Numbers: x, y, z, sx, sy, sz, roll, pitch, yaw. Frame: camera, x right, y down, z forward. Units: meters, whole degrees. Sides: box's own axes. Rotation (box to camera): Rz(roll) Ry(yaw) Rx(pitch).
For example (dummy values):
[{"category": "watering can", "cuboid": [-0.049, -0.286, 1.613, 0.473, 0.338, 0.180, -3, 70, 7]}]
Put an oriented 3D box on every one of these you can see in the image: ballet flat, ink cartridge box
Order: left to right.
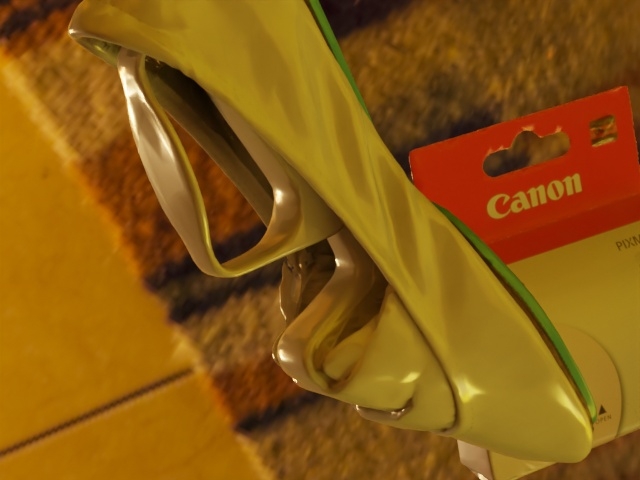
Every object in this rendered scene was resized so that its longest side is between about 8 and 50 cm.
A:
[{"category": "ballet flat", "cuboid": [0.000, 0.000, 1.012, 0.139, 0.139, 0.400, -26, 113, 23]}, {"category": "ink cartridge box", "cuboid": [0.168, 0.031, 1.301, 0.189, 0.066, 0.232, -18, 112, -24]}]
